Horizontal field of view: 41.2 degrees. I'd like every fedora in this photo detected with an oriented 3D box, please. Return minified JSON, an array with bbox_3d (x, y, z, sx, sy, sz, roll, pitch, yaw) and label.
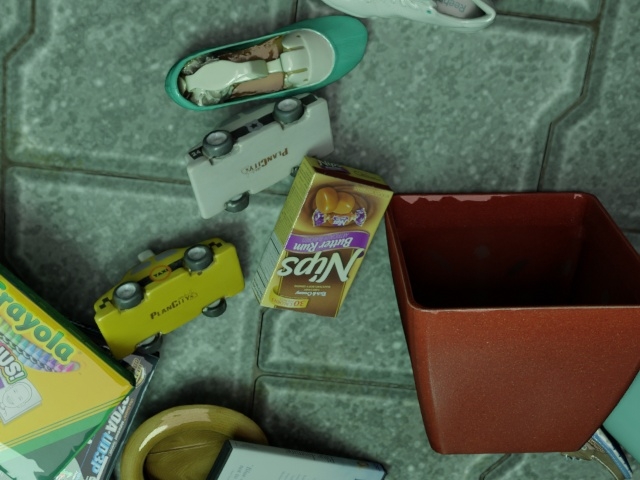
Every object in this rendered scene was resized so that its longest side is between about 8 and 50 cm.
[{"bbox_3d":[-0.165,0.283,1.126,0.195,0.079,0.194,-3,108,-11],"label":"fedora"}]

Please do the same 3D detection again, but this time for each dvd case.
[{"bbox_3d":[-0.050,0.359,1.134,0.253,0.022,0.180,18,106,-31],"label":"dvd case"}]

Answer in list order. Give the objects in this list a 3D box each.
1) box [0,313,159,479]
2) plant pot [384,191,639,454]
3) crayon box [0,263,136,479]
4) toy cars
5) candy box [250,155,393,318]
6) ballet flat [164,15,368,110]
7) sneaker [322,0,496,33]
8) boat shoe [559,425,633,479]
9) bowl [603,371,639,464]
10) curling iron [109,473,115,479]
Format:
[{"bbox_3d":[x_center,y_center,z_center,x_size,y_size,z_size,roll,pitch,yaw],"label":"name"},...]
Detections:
[{"bbox_3d":[-0.322,0.212,1.058,0.175,0.051,0.220,22,87,-11],"label":"box"},{"bbox_3d":[0.214,0.105,1.007,0.268,0.267,0.235,0,118,-2],"label":"plant pot"},{"bbox_3d":[-0.372,0.137,0.978,0.278,0.081,0.165,42,82,-8],"label":"crayon box"},{"bbox_3d":[-0.138,-0.028,1.026,0.176,0.087,0.393,20,108,-48],"label":"toy cars"},{"bbox_3d":[0.000,0.000,1.036,0.109,0.053,0.186,12,116,-26],"label":"candy box"},{"bbox_3d":[-0.060,-0.198,0.982,0.248,0.087,0.083,-14,106,2],"label":"ballet flat"},{"bbox_3d":[0.098,-0.282,0.959,0.212,0.094,0.080,9,107,-5],"label":"sneaker"},{"bbox_3d":[0.347,0.261,1.152,0.066,0.066,0.183,-40,94,14],"label":"boat shoe"},{"bbox_3d":[0.446,0.156,1.029,0.312,0.163,0.311,-24,126,-39],"label":"bowl"},{"bbox_3d":[-0.299,0.257,1.135,0.068,0.035,0.273,-8,106,0],"label":"curling iron"}]
